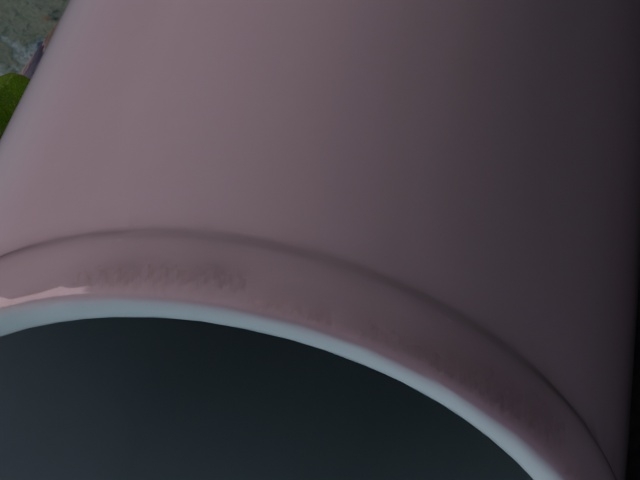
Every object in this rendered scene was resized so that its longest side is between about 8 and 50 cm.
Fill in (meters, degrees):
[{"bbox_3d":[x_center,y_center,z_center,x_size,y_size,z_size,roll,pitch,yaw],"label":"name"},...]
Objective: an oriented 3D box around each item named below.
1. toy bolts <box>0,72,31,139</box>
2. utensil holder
[{"bbox_3d":[-0.211,0.058,0.951,0.158,0.218,0.228,-11,42,28],"label":"toy bolts"},{"bbox_3d":[0.000,0.000,0.849,0.327,0.328,0.385,-43,22,43],"label":"utensil holder"}]
